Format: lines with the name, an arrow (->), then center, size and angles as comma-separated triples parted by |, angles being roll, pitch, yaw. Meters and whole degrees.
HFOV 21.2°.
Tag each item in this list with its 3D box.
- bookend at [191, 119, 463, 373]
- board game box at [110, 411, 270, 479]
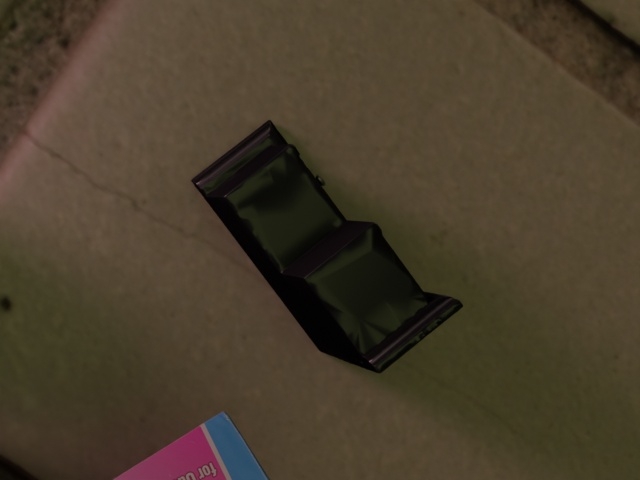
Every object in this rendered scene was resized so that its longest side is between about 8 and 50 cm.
bookend -> 0.000, 0.000, 1.143 | 0.072, 0.156, 0.157 | -38, 99, -10
board game box -> -0.170, 0.246, 1.064 | 0.316, 0.242, 0.064 | -31, 70, -11
